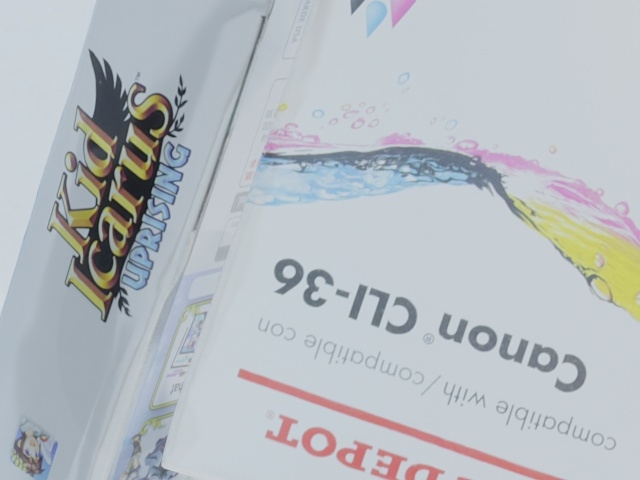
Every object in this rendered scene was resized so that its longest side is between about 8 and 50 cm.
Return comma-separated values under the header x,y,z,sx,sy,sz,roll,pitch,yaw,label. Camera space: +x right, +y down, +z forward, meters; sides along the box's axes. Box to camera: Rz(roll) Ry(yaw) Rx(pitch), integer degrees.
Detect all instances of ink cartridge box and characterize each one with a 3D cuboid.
x,y,z,sx,sy,sz,roll,pitch,yaw,label
0.040,0.009,0.370,0.067,0.115,0.198,81,27,-87,ink cartridge box

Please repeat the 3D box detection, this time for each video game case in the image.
x,y,z,sx,sy,sz,roll,pitch,yaw,label
0.000,0.000,0.590,0.269,0.061,0.244,-14,127,-58,video game case
